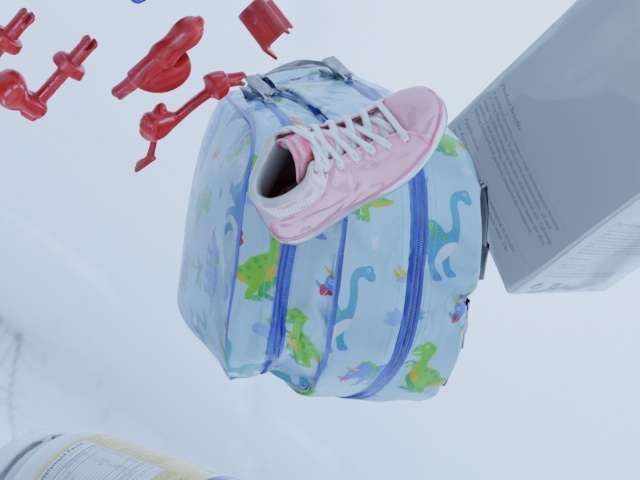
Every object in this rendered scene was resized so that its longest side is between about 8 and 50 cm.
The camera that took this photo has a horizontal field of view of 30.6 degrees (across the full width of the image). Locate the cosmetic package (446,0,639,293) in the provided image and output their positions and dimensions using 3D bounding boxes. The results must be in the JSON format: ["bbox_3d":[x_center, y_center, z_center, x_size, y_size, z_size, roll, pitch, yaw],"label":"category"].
[{"bbox_3d":[0.296,-0.119,1.052,0.155,0.197,0.365,1,150,-39],"label":"cosmetic package"}]

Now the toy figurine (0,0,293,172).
[{"bbox_3d":[-0.201,-0.222,0.736,0.362,0.191,0.217,24,-154,-52],"label":"toy figurine"}]

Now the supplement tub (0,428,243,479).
[{"bbox_3d":[-0.229,0.358,1.361,0.331,0.241,0.241,11,157,34],"label":"supplement tub"}]

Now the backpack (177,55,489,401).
[{"bbox_3d":[0.000,0.000,0.958,0.273,0.290,0.355,7,-167,-33],"label":"backpack"}]

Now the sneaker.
[{"bbox_3d":[0.015,-0.053,0.698,0.051,0.134,0.070,54,-177,28],"label":"sneaker"}]
